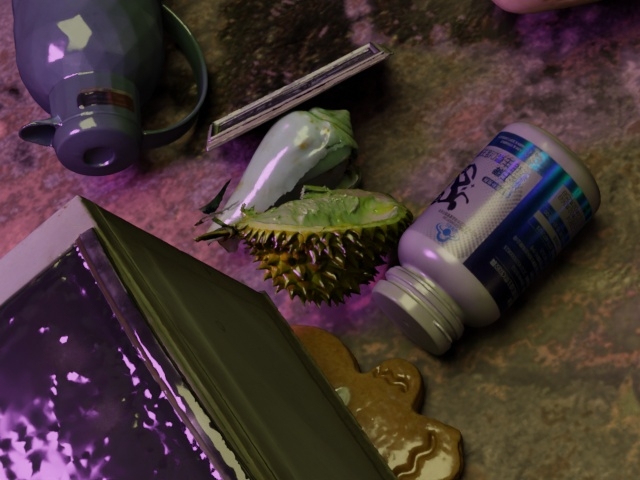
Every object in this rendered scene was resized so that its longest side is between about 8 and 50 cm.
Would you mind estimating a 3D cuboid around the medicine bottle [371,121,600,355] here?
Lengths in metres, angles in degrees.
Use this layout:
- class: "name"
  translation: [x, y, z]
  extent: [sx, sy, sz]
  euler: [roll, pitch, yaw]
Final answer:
- class: "medicine bottle"
  translation: [0.135, 0.001, 1.605]
  extent: [0.191, 0.107, 0.107]
  euler: [-46, 56, -11]

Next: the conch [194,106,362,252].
- class: "conch"
  translation: [-0.027, -0.045, 1.707]
  extent: [0.170, 0.106, 0.079]
  euler: [-45, 23, 8]

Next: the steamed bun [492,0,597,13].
- class: "steamed bun"
  translation: [0.230, -0.316, 1.735]
  extent: [0.232, 0.166, 0.273]
  euler: [-14, 61, -4]

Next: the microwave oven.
- class: "microwave oven"
  translation: [-0.102, 0.213, 1.402]
  extent: [0.247, 0.333, 0.394]
  euler: [-43, 57, 9]

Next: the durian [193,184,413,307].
- class: "durian"
  translation: [0.000, 0.000, 1.626]
  extent: [0.215, 0.086, 0.100]
  euler: [-11, 45, -41]

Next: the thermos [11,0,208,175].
- class: "thermos"
  translation: [-0.204, -0.192, 1.832]
  extent: [0.182, 0.145, 0.286]
  euler: [2, 57, -19]

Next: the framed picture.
- class: "framed picture"
  translation: [-0.022, -0.134, 1.741]
  extent: [0.183, 0.142, 0.011]
  euler: [-27, 99, 2]

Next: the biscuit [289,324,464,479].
- class: "biscuit"
  translation: [-0.001, 0.156, 1.602]
  extent: [0.184, 0.035, 0.249]
  euler: [-46, 56, -11]
